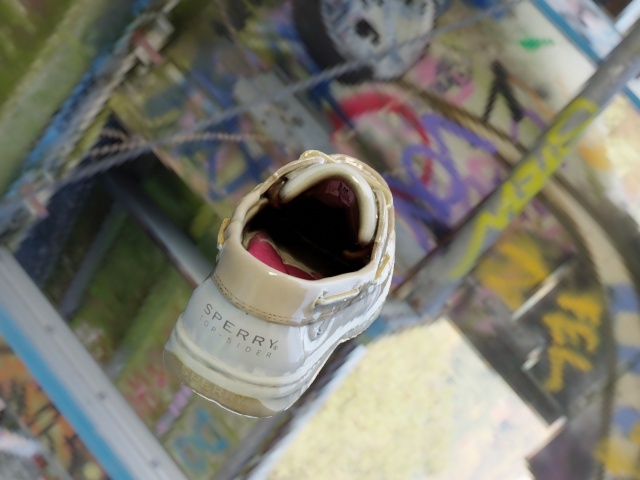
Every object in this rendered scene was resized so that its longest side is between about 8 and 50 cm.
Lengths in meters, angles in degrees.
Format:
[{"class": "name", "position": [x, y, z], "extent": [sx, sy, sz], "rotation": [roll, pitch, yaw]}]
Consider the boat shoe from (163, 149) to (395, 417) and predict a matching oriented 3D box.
[{"class": "boat shoe", "position": [0.000, 0.000, 0.512], "extent": [0.059, 0.063, 0.170], "rotation": [-64, 177, 27]}]
